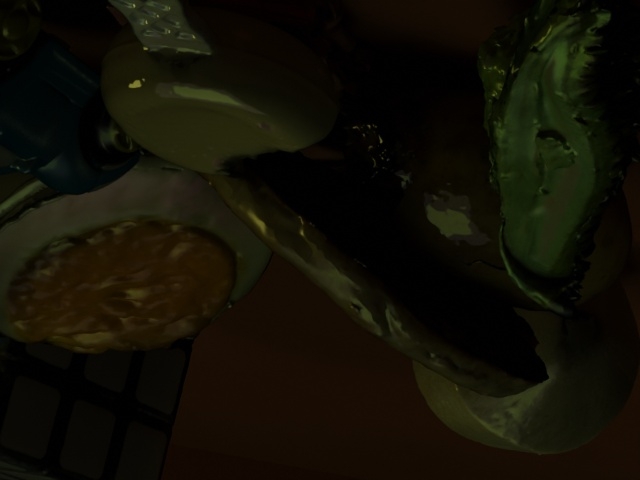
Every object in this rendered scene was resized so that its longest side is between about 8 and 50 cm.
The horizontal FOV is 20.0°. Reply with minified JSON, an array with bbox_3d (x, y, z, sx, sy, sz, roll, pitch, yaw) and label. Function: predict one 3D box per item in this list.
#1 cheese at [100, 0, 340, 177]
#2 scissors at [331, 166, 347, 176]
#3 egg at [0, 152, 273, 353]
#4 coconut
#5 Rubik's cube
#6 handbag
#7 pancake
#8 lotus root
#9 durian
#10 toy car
[{"bbox_3d":[-0.096,-0.114,1.179,0.163,0.071,0.249,-1,160,35],"label":"cheese"},{"bbox_3d":[-0.066,-0.057,1.692,0.360,0.029,0.191,-6,161,42],"label":"scissors"},{"bbox_3d":[-0.183,-0.031,1.602,0.286,0.174,0.264,15,133,-33],"label":"egg"},{"bbox_3d":[0.196,0.097,1.697,0.202,0.202,0.222,17,170,-14],"label":"coconut"},{"bbox_3d":[-0.348,0.113,2.021,0.305,0.301,0.304,4,163,35],"label":"Rubik's cube"},{"bbox_3d":[-0.051,-0.144,1.292,0.157,0.059,0.212,10,166,15],"label":"handbag"},{"bbox_3d":[0.033,0.005,1.438,0.356,0.065,0.356,35,-166,-10],"label":"pancake"},{"bbox_3d":[0.124,-0.036,1.372,0.160,0.146,0.284,-17,151,42],"label":"lotus root"},{"bbox_3d":[0.166,-0.089,1.186,0.132,0.106,0.375,6,141,8],"label":"durian"},{"bbox_3d":[-0.252,-0.114,1.298,0.198,0.166,0.314,32,176,32],"label":"toy car"}]
